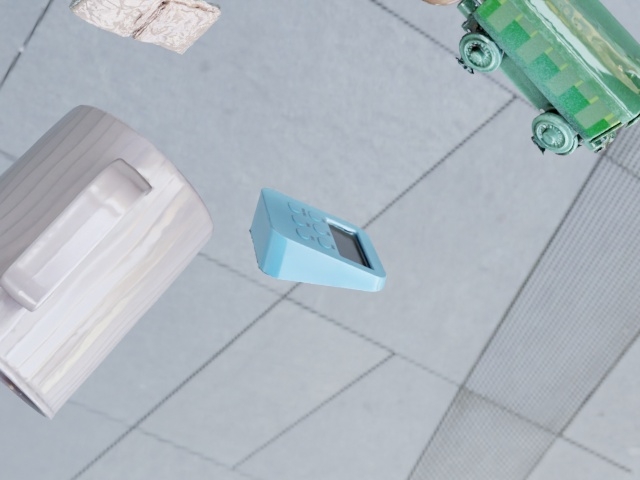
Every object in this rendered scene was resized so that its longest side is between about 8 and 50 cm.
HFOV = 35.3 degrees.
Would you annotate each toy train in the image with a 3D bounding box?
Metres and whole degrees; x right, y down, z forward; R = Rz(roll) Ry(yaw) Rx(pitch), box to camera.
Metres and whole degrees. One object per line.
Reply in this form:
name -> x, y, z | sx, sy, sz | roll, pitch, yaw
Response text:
toy train -> 0.331, -0.258, 1.421 | 0.301, 0.120, 0.202 | 47, 151, -2

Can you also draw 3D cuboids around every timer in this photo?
timer -> 0.000, 0.000, 1.943 | 0.250, 0.232, 0.091 | 12, 113, -17

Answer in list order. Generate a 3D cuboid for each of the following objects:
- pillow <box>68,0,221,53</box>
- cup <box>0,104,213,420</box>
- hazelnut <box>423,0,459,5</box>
pillow -> -0.275, -0.364, 1.607 | 0.126, 0.043, 0.233 | -32, 152, 35
cup -> -0.269, 0.007, 0.999 | 0.208, 0.273, 0.288 | 34, 159, 18
hazelnut -> 0.144, -0.354, 1.172 | 0.150, 0.150, 0.150 | 4, 138, 4
